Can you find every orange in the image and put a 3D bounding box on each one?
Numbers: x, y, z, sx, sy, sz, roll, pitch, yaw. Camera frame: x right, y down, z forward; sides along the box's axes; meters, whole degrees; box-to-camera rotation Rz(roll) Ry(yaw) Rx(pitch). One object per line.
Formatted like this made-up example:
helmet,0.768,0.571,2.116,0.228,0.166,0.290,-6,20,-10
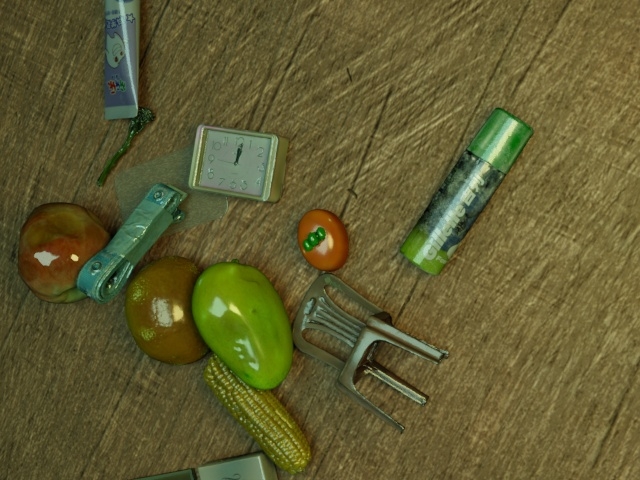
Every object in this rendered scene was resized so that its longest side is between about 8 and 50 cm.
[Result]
orange,-0.325,0.152,1.702,0.179,0.158,0.237,-17,84,17

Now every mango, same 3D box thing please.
mango,-0.151,0.166,1.632,0.149,0.185,0.273,-32,97,39

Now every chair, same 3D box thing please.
chair,0.073,0.200,1.549,0.326,0.183,0.175,27,98,17

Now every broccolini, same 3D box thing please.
broccolini,-0.443,-0.209,1.816,0.044,0.042,0.218,39,108,14

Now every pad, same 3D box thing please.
pad,-0.337,-0.103,1.789,0.266,0.002,0.176,-17,84,19

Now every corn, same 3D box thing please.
corn,-0.127,0.353,1.665,0.313,0.102,0.102,45,104,12

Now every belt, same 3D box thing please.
belt,-0.397,0.002,1.710,0.072,0.087,0.302,26,68,30

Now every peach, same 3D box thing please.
peach,-0.569,0.020,1.775,0.214,0.214,0.235,-33,61,17

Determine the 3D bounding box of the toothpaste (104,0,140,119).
toothpaste,-0.440,-0.457,1.790,0.125,0.080,0.371,5,96,41

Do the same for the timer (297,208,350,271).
timer,0.000,0.000,1.607,0.099,0.136,0.136,-31,80,23

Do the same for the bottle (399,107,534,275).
bottle,0.276,-0.092,1.521,0.093,0.093,0.330,36,102,16

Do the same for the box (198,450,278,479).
box,-0.154,0.577,1.691,0.155,0.067,0.243,-17,85,17

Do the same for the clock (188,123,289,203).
clock,-0.173,-0.164,1.692,0.192,0.071,0.147,11,93,18

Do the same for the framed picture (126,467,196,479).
framed picture,-0.334,0.642,1.784,0.184,0.016,0.250,-17,85,19
